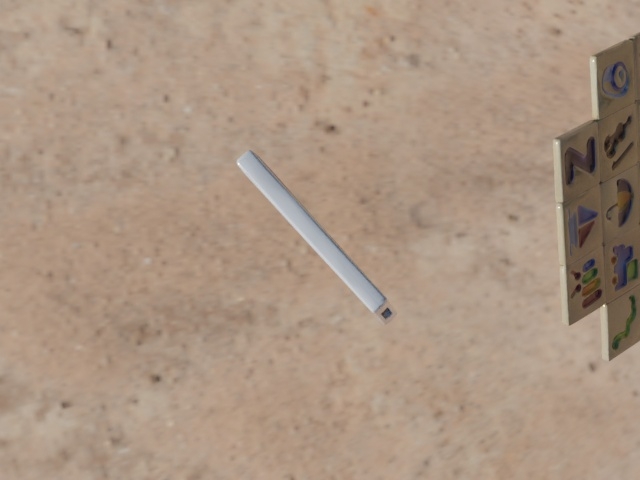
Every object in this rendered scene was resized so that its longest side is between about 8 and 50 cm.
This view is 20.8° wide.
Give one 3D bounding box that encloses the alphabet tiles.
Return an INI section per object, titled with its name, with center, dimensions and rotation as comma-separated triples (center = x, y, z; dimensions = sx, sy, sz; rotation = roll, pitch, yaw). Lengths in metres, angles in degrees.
[alphabet tiles]
center = 0.317, -0.062, 1.586
dimensions = 0.011, 0.342, 0.285
rotation = 14, 119, 41

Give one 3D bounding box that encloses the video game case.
[video game case]
center = 0.000, 0.000, 1.760
dimensions = 0.023, 0.183, 0.201
rotation = -43, 81, -1
